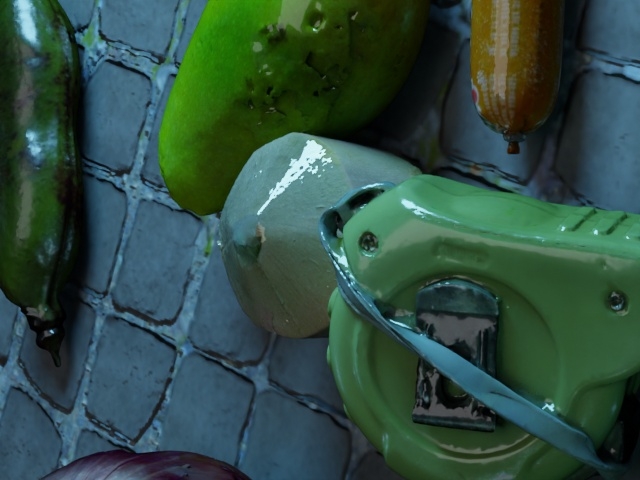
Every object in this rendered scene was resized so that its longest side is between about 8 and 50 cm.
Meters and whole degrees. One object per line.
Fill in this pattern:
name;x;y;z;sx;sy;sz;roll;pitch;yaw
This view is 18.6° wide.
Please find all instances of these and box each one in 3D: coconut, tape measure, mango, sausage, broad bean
coconut;0.000;0.000;1.119;0.116;0.122;0.116;-6;82;44
tape measure;0.089;0.051;1.016;0.200;0.106;0.175;13;108;16
mango;-0.016;-0.108;1.157;0.233;0.111;0.125;-57;45;21
sausage;0.114;-0.221;1.083;0.053;0.053;0.348;0;85;44
broad bean;-0.200;-0.082;1.364;0.077;0.061;0.339;-18;72;54

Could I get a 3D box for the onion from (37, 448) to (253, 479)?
onion;-0.110;0.246;1.150;0.252;0.219;0.252;-26;27;14
